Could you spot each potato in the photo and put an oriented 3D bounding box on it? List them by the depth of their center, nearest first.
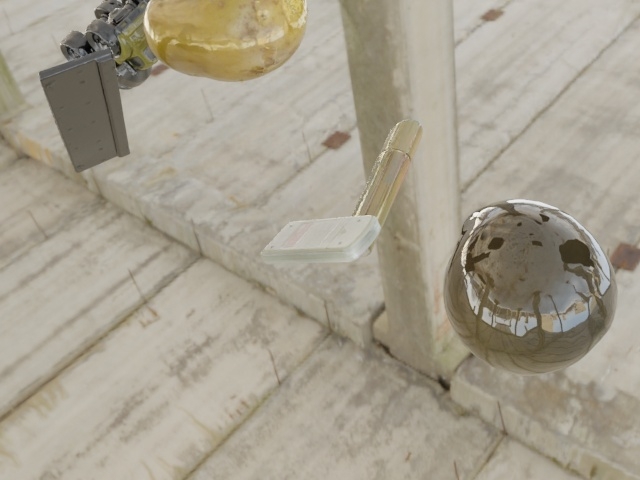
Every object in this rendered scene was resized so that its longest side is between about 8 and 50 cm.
[{"bbox_3d":[-0.123,-0.270,0.896,0.234,0.146,0.150,7,-168,39],"label":"potato"}]

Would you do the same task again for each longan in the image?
[{"bbox_3d":[0.294,0.065,1.035,0.258,0.258,0.258,-7,-138,6],"label":"longan"}]

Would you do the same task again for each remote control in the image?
[{"bbox_3d":[0.000,0.000,1.057,0.190,0.029,0.087,-4,-145,43],"label":"remote control"}]

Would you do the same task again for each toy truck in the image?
[{"bbox_3d":[-0.380,-0.377,1.397,0.224,0.165,0.147,1,-131,49],"label":"toy truck"}]

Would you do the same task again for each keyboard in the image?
[{"bbox_3d":[-0.317,-0.171,1.000,0.101,0.309,0.018,-24,-100,-16],"label":"keyboard"}]

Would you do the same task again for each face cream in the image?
[{"bbox_3d":[0.126,-0.107,1.479,0.067,0.139,0.285,25,-101,-5],"label":"face cream"}]
